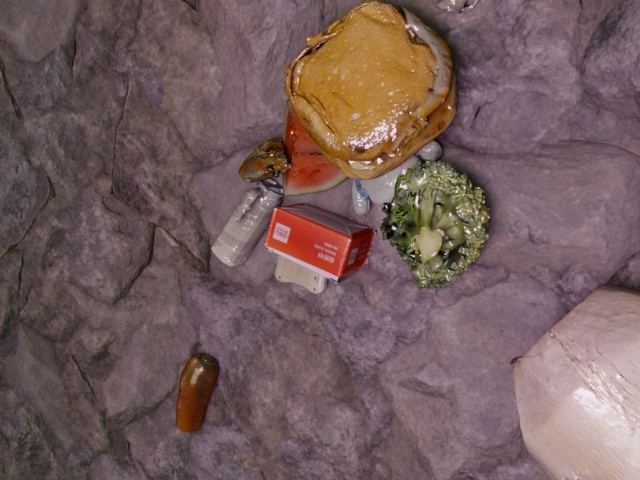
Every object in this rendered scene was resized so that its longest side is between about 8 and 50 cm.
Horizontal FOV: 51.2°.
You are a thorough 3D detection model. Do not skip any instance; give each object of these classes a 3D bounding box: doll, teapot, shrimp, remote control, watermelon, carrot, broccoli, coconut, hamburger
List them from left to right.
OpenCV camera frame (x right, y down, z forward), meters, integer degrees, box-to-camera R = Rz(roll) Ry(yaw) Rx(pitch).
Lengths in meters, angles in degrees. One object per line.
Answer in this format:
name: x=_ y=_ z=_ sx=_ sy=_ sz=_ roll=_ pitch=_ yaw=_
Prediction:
carrot: x=-0.296 y=0.358 z=1.563 sx=0.087 sy=0.087 sz=0.193 roll=24 pitch=106 yaw=20
teapot: x=-0.160 y=-0.042 z=1.423 sx=0.077 sy=0.107 sz=0.200 roll=43 pitch=113 yaw=19
shrimp: x=-0.109 y=-0.165 z=1.348 sx=0.051 sy=0.217 sz=0.115 roll=33 pitch=83 yaw=-23
remote control: x=-0.039 y=0.066 z=1.423 sx=0.122 sy=0.032 sz=0.074 roll=18 pitch=105 yaw=21
watermelon: x=-0.019 y=-0.194 z=1.344 sx=0.193 sy=0.137 sz=0.145 roll=-25 pitch=56 yaw=23
hamburger: x=0.095 y=-0.276 z=1.212 sx=0.318 sy=0.158 sz=0.319 roll=-3 pitch=78 yaw=17
doll: x=0.136 y=-0.129 z=1.286 sx=0.214 sy=0.071 sz=0.103 roll=-41 pitch=80 yaw=25
broccoli: x=0.205 y=-0.023 z=1.215 sx=0.198 sy=0.176 sz=0.226 roll=24 pitch=92 yaw=15
teapot: x=0.253 y=-0.444 z=1.196 sx=0.067 sy=0.057 sz=0.083 roll=30 pitch=119 yaw=-12
coconut: x=0.486 y=0.269 z=1.033 sx=0.360 sy=0.346 sz=0.346 roll=49 pitch=115 yaw=20

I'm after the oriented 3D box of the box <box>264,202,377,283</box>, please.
box: x=0.000 y=0.000 z=1.338 sx=0.182 sy=0.133 sz=0.099 roll=22 pitch=108 yaw=20
